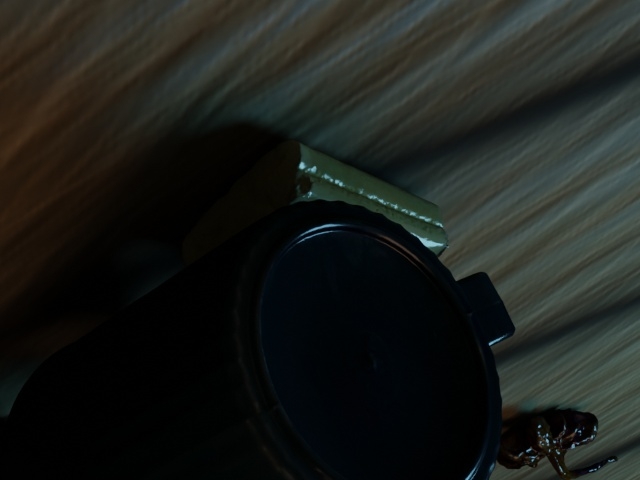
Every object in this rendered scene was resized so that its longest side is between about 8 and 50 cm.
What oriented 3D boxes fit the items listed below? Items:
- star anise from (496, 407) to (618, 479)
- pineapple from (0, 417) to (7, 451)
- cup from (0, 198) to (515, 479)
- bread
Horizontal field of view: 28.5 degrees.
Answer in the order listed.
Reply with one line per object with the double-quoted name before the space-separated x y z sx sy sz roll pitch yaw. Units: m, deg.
"star anise" 0.278 0.238 1.451 0.191 0.070 0.097 5 135 -37
"pineapple" -0.282 0.205 0.977 0.223 0.223 0.357 -29 135 9
"cup" -0.025 0.135 0.891 0.308 0.242 0.292 16 146 -33
"bread" 0.000 0.000 0.977 0.178 0.060 0.139 18 129 -44
